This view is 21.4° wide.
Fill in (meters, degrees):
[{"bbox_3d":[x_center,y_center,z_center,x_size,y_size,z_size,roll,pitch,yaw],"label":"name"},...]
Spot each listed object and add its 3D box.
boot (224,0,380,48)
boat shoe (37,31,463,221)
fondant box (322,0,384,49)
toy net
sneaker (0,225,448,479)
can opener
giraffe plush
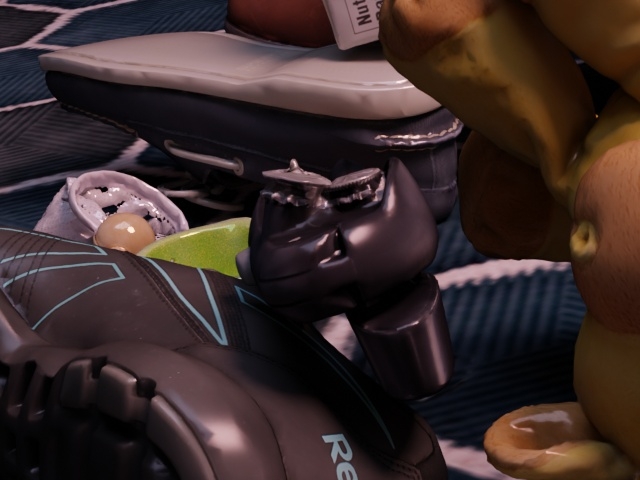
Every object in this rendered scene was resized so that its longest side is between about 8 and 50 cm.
[{"bbox_3d":[0.049,-0.249,1.008,0.264,0.280,0.096,1,23,25],"label":"boot"},{"bbox_3d":[-0.039,-0.059,0.835,0.254,0.079,0.095,8,24,34],"label":"boat shoe"},{"bbox_3d":[0.178,-0.194,0.806,0.330,0.096,0.238,-12,12,22],"label":"fondant box"},{"bbox_3d":[-0.058,-0.003,0.742,0.122,0.045,0.232,-21,23,-27],"label":"toy net"},{"bbox_3d":[-0.071,0.051,0.570,0.106,0.101,0.267,-7,22,-38],"label":"sneaker"},{"bbox_3d":[0.000,0.000,0.548,0.059,0.073,0.186,-10,13,-6],"label":"can opener"},{"bbox_3d":[0.114,-0.001,0.519,0.181,0.210,0.170,-30,26,32],"label":"giraffe plush"}]
